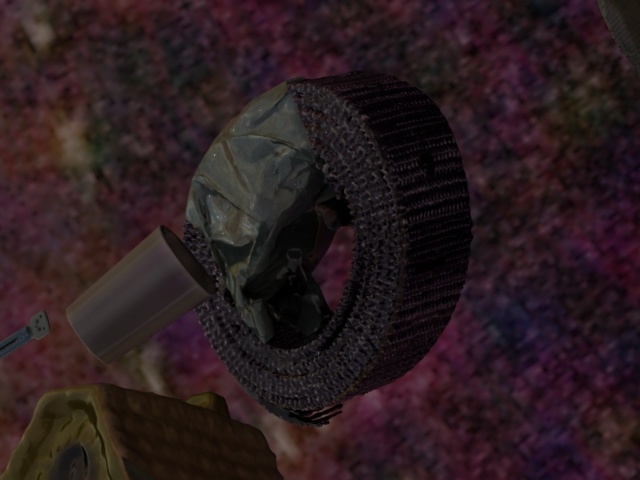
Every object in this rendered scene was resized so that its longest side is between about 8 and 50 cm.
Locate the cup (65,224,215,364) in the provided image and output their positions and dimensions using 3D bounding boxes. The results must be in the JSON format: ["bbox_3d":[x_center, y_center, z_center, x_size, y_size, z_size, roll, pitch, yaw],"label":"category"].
[{"bbox_3d":[-0.149,0.046,1.515,0.074,0.116,0.104,52,-173,0],"label":"cup"}]

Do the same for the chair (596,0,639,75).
[{"bbox_3d":[0.283,-0.169,1.184,0.160,0.319,0.186,61,159,-15],"label":"chair"}]

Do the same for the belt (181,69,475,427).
[{"bbox_3d":[0.000,0.000,1.547,0.260,0.122,0.325,51,135,25],"label":"belt"}]

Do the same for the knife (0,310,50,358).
[{"bbox_3d":[-0.310,0.102,1.798,0.096,0.010,0.027,-32,63,24],"label":"knife"}]

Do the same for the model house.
[{"bbox_3d":[-0.140,0.220,1.340,0.175,0.193,0.234,-19,62,38],"label":"model house"}]

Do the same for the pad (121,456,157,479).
[{"bbox_3d":[-0.062,0.267,1.139,0.265,0.009,0.159,67,165,-8],"label":"pad"}]
